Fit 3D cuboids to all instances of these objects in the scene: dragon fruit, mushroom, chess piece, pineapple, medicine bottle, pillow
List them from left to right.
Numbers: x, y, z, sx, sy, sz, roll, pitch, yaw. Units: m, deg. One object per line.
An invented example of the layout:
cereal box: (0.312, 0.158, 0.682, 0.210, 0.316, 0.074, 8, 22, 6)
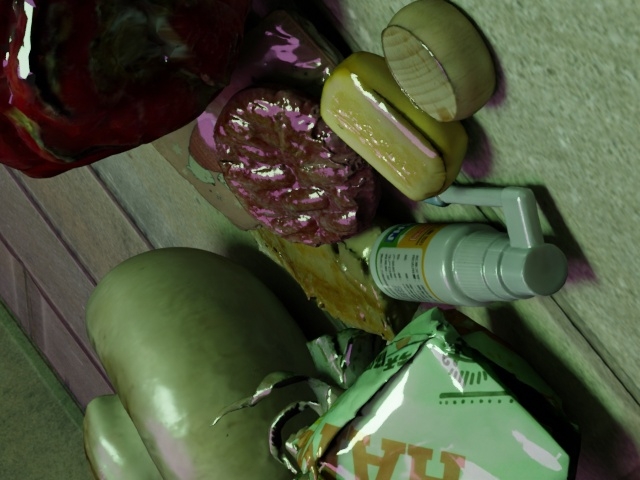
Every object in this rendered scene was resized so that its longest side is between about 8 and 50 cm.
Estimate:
dragon fruit: (-0.200, -0.197, 1.239, 0.329, 0.329, 0.329, 48, 161, 22)
mushroom: (-0.133, 0.189, 1.731, 0.362, 0.294, 0.362, 62, 178, 5)
pillow: (-0.043, -0.093, 1.354, 0.135, 0.049, 0.248, 48, 146, -6)
pineapple: (0.040, 0.209, 1.469, 0.262, 0.262, 0.272, 170, 92, -71)
chess piece: (0.077, -0.117, 1.103, 0.083, 0.038, 0.084, 45, 158, 24)
medicine bottle: (0.104, 0.003, 1.221, 0.220, 0.061, 0.092, 3, 106, 67)

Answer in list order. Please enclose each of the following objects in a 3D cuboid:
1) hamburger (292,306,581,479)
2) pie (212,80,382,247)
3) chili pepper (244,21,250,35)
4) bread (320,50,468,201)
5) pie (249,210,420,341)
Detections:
hamburger: (0.106, 0.184, 1.300, 0.235, 0.214, 0.125, 38, -159, 0)
pie: (-0.021, -0.057, 1.304, 0.154, 0.036, 0.154, 23, 140, 21)
chili pepper: (-0.087, -0.144, 1.428, 0.123, 0.073, 0.070, 85, -173, -54)
bread: (0.056, -0.085, 1.181, 0.115, 0.056, 0.082, 41, 149, 12)
pie: (0.000, 0.000, 1.454, 0.282, 0.068, 0.129, 29, 142, 55)
